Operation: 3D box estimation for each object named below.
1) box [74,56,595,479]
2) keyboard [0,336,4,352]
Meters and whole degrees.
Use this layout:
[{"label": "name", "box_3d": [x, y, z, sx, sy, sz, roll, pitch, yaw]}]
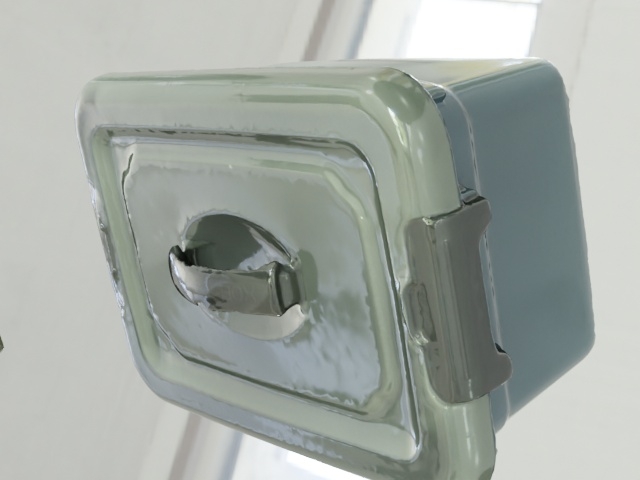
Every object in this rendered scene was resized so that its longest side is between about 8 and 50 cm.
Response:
[{"label": "box", "box_3d": [0.000, 0.000, 0.468, 0.130, 0.227, 0.162, -24, -69, -38]}, {"label": "keyboard", "box_3d": [-0.132, -0.010, 0.337, 0.015, 0.049, 0.129, 28, -148, -62]}]
